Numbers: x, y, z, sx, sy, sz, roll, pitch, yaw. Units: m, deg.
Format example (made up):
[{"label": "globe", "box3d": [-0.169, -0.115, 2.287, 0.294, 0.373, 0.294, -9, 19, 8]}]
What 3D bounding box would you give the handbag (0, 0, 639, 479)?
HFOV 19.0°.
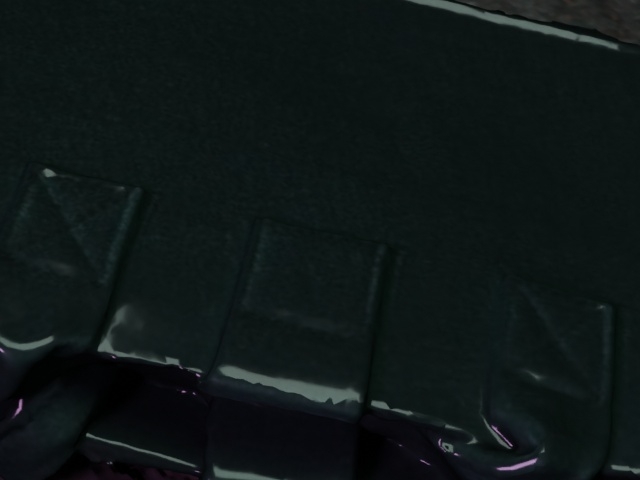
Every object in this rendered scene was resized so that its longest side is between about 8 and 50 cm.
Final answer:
[{"label": "handbag", "box3d": [0.000, 0.000, 0.691, 0.326, 0.089, 0.238, 14, 40, -1]}]
